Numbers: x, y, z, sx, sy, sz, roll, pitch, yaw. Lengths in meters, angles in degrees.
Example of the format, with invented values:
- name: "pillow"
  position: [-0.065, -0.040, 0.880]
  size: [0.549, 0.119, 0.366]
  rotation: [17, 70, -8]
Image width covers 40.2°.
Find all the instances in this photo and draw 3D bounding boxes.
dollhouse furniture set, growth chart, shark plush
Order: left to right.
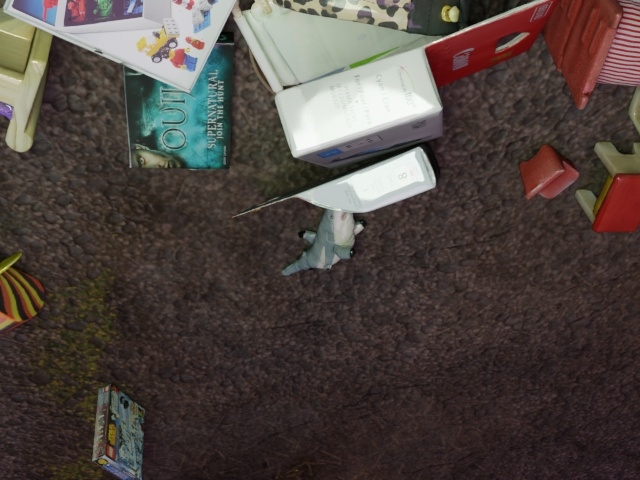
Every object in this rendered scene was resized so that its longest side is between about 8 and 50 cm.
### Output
- name: "shark plush"
  position: [0.000, 0.000, 1.225]
  size: [0.067, 0.073, 0.161]
  rotation: [37, 144, -13]
- name: "growth chart"
  position: [0.035, -0.225, 0.951]
  size: [0.237, 0.021, 0.172]
  rotation: [-15, 135, 8]
- name: "dollhouse furniture set"
  position: [0.355, -0.139, 1.040]
  size: [0.201, 0.152, 0.374]
  rotation: [0, 135, -8]

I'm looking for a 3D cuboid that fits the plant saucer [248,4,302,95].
- name: "plant saucer"
  position: [0.017, -0.232, 0.983]
  size: [0.198, 0.036, 0.199]
  rotation: [-4, 136, -4]

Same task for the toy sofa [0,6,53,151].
- name: "toy sofa"
  position: [-0.456, -0.202, 0.867]
  size: [0.362, 0.150, 0.177]
  rotation: [16, 130, -22]

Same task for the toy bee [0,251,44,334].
- name: "toy bee"
  position: [-0.492, 0.056, 1.115]
  size: [0.298, 0.162, 0.195]
  rotation: [25, 129, -29]

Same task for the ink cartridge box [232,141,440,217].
- name: "ink cartridge box"
  position: [0.029, -0.056, 1.066]
  size: [0.232, 0.189, 0.066]
  rotation: [-24, 94, 12]

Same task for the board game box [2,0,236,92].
- name: "board game box"
  position: [-0.144, -0.312, 0.807]
  size: [0.193, 0.053, 0.305]
  rotation: [21, 111, -26]

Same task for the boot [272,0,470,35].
- name: "boot"
  position: [0.137, -0.328, 0.766]
  size: [0.377, 0.138, 0.284]
  rotation: [3, 113, -13]

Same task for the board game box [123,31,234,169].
- name: "board game box"
  position: [-0.168, -0.162, 1.034]
  size: [0.126, 0.026, 0.186]
  rotation: [-1, 135, -8]

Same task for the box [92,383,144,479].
- name: "box"
  position: [-0.324, 0.312, 1.411]
  size: [0.027, 0.137, 0.094]
  rotation: [-25, 132, 16]

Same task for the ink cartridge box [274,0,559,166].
- name: "ink cartridge box"
  position: [0.108, -0.145, 0.881]
  size: [0.261, 0.296, 0.066]
  rotation: [-18, 90, 9]
